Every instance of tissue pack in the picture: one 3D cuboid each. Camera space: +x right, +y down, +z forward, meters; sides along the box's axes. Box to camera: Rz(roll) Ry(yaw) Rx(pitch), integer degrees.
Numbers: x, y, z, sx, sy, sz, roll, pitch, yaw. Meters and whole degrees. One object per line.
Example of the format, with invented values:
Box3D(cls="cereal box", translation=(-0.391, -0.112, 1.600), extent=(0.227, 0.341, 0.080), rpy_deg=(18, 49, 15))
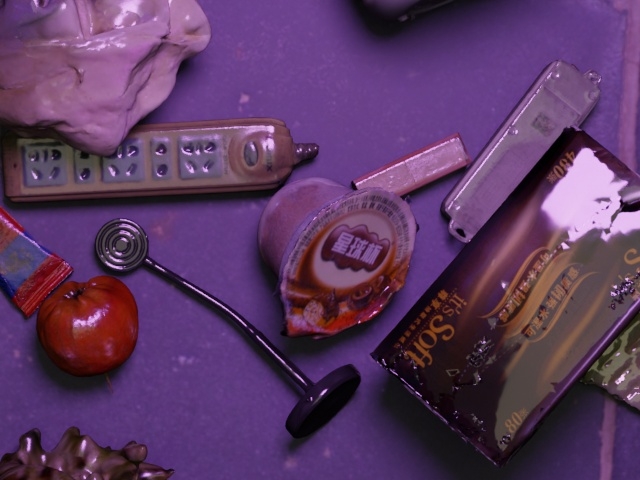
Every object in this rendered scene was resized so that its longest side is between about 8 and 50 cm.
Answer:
Box3D(cls="tissue pack", translation=(0.253, 0.072, 1.542), extent=(0.210, 0.198, 0.370), rpy_deg=(40, 94, 9))

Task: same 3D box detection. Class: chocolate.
Box3D(cls="chocolate", translation=(-0.002, 0.006, 1.571), extent=(0.221, 0.147, 0.221), rpy_deg=(-19, 124, -31))

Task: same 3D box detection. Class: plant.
Box3D(cls="plant", translation=(-0.298, 0.391, 1.542), extent=(0.251, 0.180, 0.333), rpy_deg=(0, 93, 7))

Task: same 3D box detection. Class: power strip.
Box3D(cls="power strip", translation=(0.249, -0.110, 1.638), extent=(0.078, 0.052, 0.272), rpy_deg=(37, 88, -3))
Box3D(cls="power strip", translation=(-0.194, -0.099, 1.600), extent=(0.387, 0.066, 0.092), rpy_deg=(-4, 92, -4))

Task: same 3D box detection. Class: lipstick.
Box3D(cls="lipstick", translation=(0.113, -0.085, 1.631), extent=(0.145, 0.045, 0.045), rpy_deg=(-24, 92, -3))

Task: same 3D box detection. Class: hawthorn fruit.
Box3D(cls="hawthorn fruit", translation=(-0.273, 0.108, 1.563), extent=(0.125, 0.125, 0.140), rpy_deg=(-24, 79, -4))

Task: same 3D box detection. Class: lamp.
Box3D(cls="lamp", translation=(-0.114, 0.092, 1.580), extent=(0.371, 0.108, 0.130), rpy_deg=(44, 90, -3))

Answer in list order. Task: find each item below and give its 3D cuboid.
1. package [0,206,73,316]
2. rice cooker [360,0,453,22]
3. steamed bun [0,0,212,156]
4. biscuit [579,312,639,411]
Box3D(cls="package", translation=(-0.403, -0.002, 1.606), extent=(0.200, 0.022, 0.083), rpy_deg=(43, 87, -1))
Box3D(cls="rice cooker", translation=(0.129, -0.421, 1.518), extent=(0.288, 0.288, 0.277), rpy_deg=(-24, 93, -4))
Box3D(cls="steamed bun", translation=(-0.298, -0.258, 1.493), extent=(0.268, 0.207, 0.280), rpy_deg=(40, 87, 20))
Box3D(cls="biscuit", translation=(0.427, 0.135, 1.654), extent=(0.273, 0.036, 0.187), rpy_deg=(27, 88, -3))
